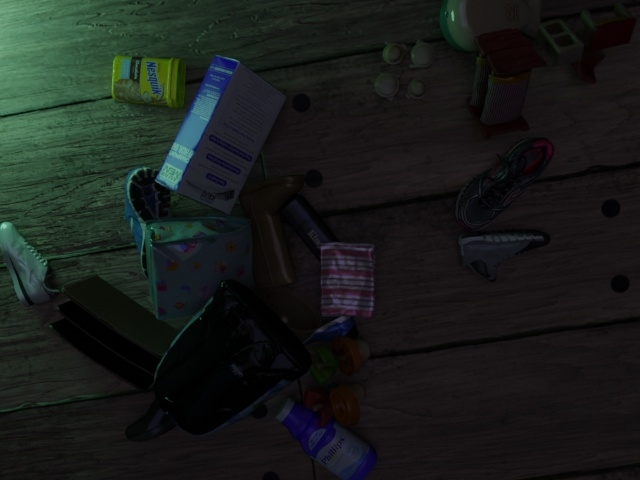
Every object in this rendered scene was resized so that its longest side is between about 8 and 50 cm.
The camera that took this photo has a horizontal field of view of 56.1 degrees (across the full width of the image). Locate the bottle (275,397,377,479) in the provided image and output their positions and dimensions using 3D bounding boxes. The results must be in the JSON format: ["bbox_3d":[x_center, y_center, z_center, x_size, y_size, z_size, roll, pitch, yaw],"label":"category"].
[{"bbox_3d":[0.011,0.526,1.595,0.283,0.092,0.118,37,90,-1],"label":"bottle"}]

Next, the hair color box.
[{"bbox_3d":[-0.241,-0.253,1.474,0.110,0.185,0.338,25,90,38],"label":"hair color box"}]

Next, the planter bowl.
[{"bbox_3d":[-0.095,0.212,1.552,0.162,0.162,0.109,32,117,-1],"label":"planter bowl"}]

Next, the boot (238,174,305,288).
[{"bbox_3d":[-0.104,-0.021,1.522,0.236,0.089,0.269,-10,93,46],"label":"boot"}]

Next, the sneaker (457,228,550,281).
[{"bbox_3d":[0.471,0.041,1.548,0.229,0.086,0.132,-1,100,13],"label":"sneaker"}]

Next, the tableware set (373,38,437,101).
[{"bbox_3d":[0.217,-0.436,1.543,0.141,0.020,0.168,12,96,3],"label":"tableware set"}]

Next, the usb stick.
[{"bbox_3d":[0.000,0.000,1.575,0.077,0.045,0.278,-39,93,6],"label":"usb stick"}]

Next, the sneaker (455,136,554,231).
[{"bbox_3d":[0.457,-0.148,1.511,0.121,0.112,0.299,41,96,-1],"label":"sneaker"}]

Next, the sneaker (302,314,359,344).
[{"bbox_3d":[0.028,0.260,1.589,0.152,0.058,0.084,-28,85,-2],"label":"sneaker"}]

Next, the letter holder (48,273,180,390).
[{"bbox_3d":[-0.534,0.245,1.533,0.302,0.214,0.152,35,95,-1],"label":"letter holder"}]

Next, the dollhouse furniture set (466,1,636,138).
[{"bbox_3d":[0.551,-0.400,1.428,0.374,0.201,0.152,-13,52,-2],"label":"dollhouse furniture set"}]

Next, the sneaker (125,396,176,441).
[{"bbox_3d":[-0.398,0.434,1.610,0.286,0.109,0.130,-28,87,-5],"label":"sneaker"}]

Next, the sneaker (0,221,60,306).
[{"bbox_3d":[-0.780,0.056,1.602,0.095,0.090,0.235,-21,98,-9],"label":"sneaker"}]

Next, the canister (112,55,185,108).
[{"bbox_3d":[-0.442,-0.409,1.546,0.170,0.073,0.126,5,95,3],"label":"canister"}]

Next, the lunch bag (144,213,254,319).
[{"bbox_3d":[-0.293,0.056,1.495,0.262,0.160,0.223,-8,115,-22],"label":"lunch bag"}]

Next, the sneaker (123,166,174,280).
[{"bbox_3d":[-0.431,-0.038,1.560,0.130,0.147,0.329,-15,113,-25],"label":"sneaker"}]

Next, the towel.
[{"bbox_3d":[0.069,0.102,1.545,0.144,0.029,0.196,1,100,7],"label":"towel"}]

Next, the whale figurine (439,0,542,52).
[{"bbox_3d":[0.418,-0.552,1.485,0.272,0.141,0.216,-8,101,-21],"label":"whale figurine"}]

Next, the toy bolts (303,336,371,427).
[{"bbox_3d":[0.074,0.378,1.518,0.159,0.218,0.228,-12,136,-29],"label":"toy bolts"}]

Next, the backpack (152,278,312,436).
[{"bbox_3d":[-0.229,0.303,1.432,0.290,0.273,0.355,45,94,7],"label":"backpack"}]
